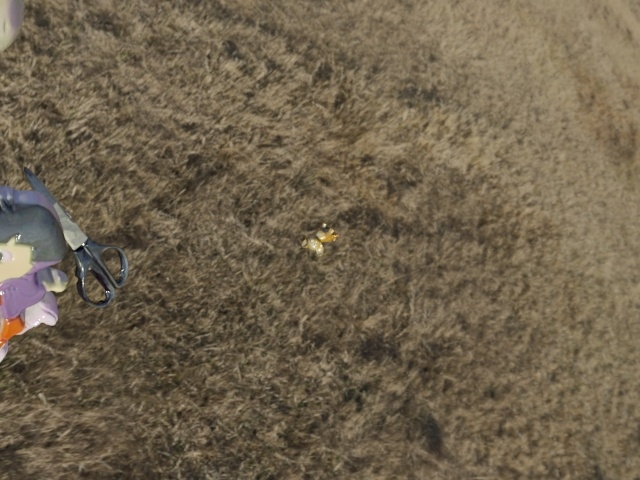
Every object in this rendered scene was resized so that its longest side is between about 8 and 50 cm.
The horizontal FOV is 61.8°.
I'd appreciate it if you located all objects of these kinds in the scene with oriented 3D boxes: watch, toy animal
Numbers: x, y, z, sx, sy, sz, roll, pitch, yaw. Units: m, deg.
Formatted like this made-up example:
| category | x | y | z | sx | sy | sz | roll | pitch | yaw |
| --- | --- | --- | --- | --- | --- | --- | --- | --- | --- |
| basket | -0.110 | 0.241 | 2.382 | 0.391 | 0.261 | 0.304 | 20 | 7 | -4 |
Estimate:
| category | x | y | z | sx | sy | sz | roll | pitch | yaw |
| --- | --- | --- | --- | --- | --- | --- | --- | --- | --- |
| watch | -0.413 | 0.005 | 0.611 | 0.196 | 0.244 | 0.231 | 0 | 36 | -40 |
| toy animal | 0.000 | 0.000 | 1.328 | 0.060 | 0.083 | 0.081 | 39 | -5 | 23 |

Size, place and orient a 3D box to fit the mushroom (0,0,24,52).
| category | x | y | z | sx | sy | sz | roll | pitch | yaw |
| --- | --- | --- | --- | --- | --- | --- | --- | --- | --- |
| mushroom | -0.735 | -0.530 | 1.049 | 0.315 | 0.315 | 0.356 | 67 | 19 | 4 |

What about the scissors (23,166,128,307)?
| category | x | y | z | sx | sy | sz | roll | pitch | yaw |
| --- | --- | --- | --- | --- | --- | --- | --- | --- | --- |
| scissors | -0.381 | -0.003 | 0.834 | 0.300 | 0.022 | 0.109 | 78 | 31 | -50 |
